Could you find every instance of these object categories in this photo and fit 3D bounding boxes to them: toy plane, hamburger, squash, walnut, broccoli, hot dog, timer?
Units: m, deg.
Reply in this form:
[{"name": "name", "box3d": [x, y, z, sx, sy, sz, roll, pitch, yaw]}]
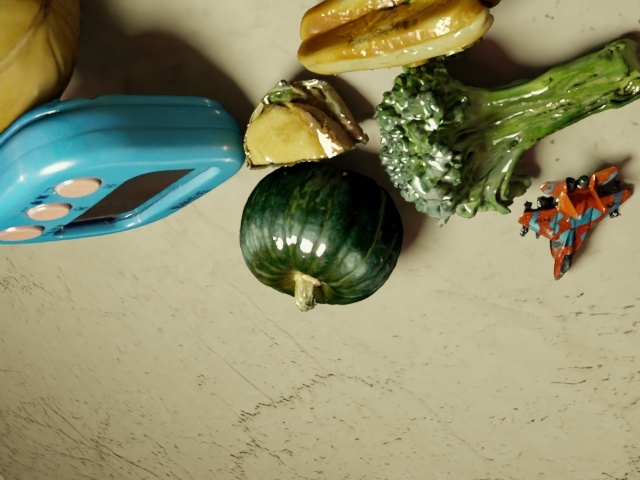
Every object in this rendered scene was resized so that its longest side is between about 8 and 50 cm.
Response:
[{"name": "toy plane", "box3d": [0.280, -0.015, 0.987, 0.130, 0.061, 0.189, -14, 150, -5]}, {"name": "hamburger", "box3d": [-0.025, -0.151, 1.056, 0.176, 0.087, 0.102, -4, 108, 40]}, {"name": "squash", "box3d": [0.000, -0.005, 1.099, 0.218, 0.172, 0.218, 21, 138, 20]}, {"name": "walnut", "box3d": [-0.487, -0.277, 1.049, 0.398, 0.308, 0.354, 4, 147, 31]}, {"name": "broccoli", "box3d": [0.200, -0.101, 0.911, 0.274, 0.177, 0.198, -3, 128, 16]}, {"name": "hot dog", "box3d": [0.074, -0.229, 0.893, 0.269, 0.109, 0.072, -5, 163, 45]}, {"name": "timer", "box3d": [-0.284, -0.090, 1.131, 0.340, 0.309, 0.115, -25, 77, 45]}]
